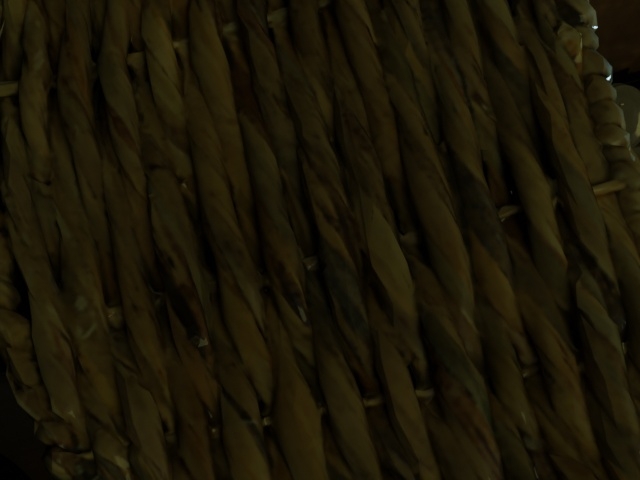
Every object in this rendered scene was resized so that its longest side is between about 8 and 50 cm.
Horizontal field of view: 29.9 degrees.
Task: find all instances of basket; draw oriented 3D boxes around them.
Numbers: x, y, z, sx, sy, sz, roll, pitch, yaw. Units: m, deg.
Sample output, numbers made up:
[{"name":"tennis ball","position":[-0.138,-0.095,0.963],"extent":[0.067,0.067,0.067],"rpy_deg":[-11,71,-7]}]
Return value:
[{"name":"basket","position":[0.000,0.000,0.458],"extent":[0.214,0.223,0.299],"rpy_deg":[-13,70,3]}]

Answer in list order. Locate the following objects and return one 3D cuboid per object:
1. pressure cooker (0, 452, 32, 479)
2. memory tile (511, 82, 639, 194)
[{"name":"pressure cooker","position":[-0.209,0.221,0.324],"extent":[0.370,0.375,0.420],"rpy_deg":[-23,110,-17]},{"name":"memory tile","position":[0.148,-0.004,0.656],"extent":[0.113,0.012,0.148],"rpy_deg":[-26,109,-19]}]
